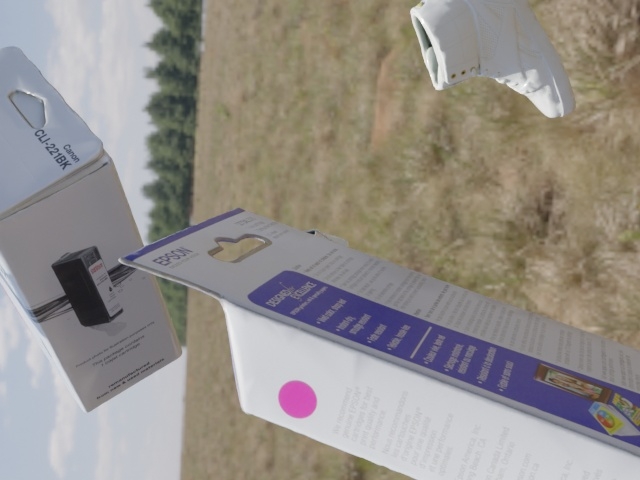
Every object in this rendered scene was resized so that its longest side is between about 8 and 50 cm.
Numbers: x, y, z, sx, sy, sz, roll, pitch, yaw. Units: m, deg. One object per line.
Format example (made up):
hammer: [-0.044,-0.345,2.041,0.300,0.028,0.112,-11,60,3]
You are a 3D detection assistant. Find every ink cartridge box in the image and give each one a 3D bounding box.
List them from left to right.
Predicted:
ink cartridge box: [-0.243,-0.006,0.864,0.197,0.114,0.272,45,156,35]
ink cartridge box: [0.084,0.077,0.536,0.176,0.371,0.069,-33,-37,-71]

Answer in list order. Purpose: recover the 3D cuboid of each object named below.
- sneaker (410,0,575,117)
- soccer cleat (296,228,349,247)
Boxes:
sneaker: [0.237,-0.253,1.364,0.292,0.169,0.108,50,-177,-31]
soccer cleat: [0.000,0.000,1.363,0.035,0.083,0.029,104,173,-59]
